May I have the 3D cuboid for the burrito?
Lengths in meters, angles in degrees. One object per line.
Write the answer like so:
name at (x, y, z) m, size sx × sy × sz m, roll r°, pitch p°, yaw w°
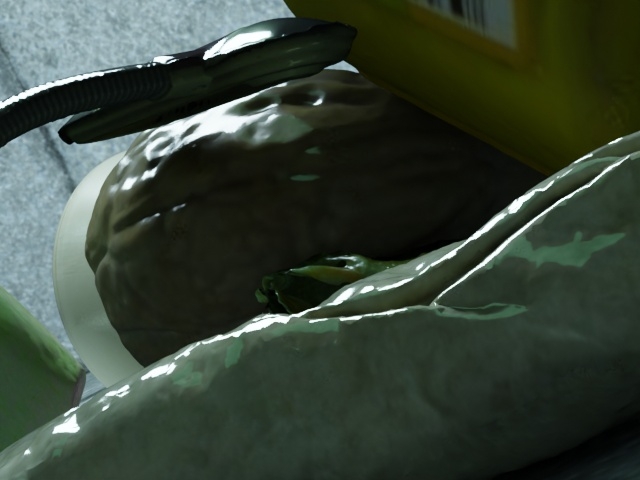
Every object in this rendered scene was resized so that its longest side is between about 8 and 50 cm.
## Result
burrito at (0.050, 0.029, 0.570) m, size 0.392 × 0.076 × 0.117 m, roll -25°, pitch -6°, yaw 15°

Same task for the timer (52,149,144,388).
timer at (-0.017, 0.002, 1.157) m, size 0.175 × 0.175 × 0.266 m, roll -28°, pitch 8°, yaw -42°

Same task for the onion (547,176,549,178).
onion at (0.192, -0.127, 1.038) m, size 0.230 × 0.272 × 0.256 m, roll 0°, pitch 16°, yaw 14°

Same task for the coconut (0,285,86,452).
coconut at (-0.228, 0.098, 0.927) m, size 0.204 × 0.236 × 0.236 m, roll 20°, pitch 32°, yaw 33°

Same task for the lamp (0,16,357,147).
lamp at (-0.122, 0.023, 0.770) m, size 0.283 × 0.124 × 0.203 m, roll -65°, pitch 15°, yaw -15°

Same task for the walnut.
walnut at (0.000, -0.002, 0.917) m, size 0.230 × 0.178 × 0.178 m, roll -15°, pitch 7°, yaw 25°

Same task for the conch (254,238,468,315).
conch at (0.030, 0.032, 0.799) m, size 0.121 × 0.074 × 0.089 m, roll 13°, pitch 10°, yaw 9°

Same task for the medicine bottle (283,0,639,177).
medicine bottle at (0.084, -0.157, 0.801) m, size 0.224 × 0.224 × 0.384 m, roll -27°, pitch 32°, yaw -20°
